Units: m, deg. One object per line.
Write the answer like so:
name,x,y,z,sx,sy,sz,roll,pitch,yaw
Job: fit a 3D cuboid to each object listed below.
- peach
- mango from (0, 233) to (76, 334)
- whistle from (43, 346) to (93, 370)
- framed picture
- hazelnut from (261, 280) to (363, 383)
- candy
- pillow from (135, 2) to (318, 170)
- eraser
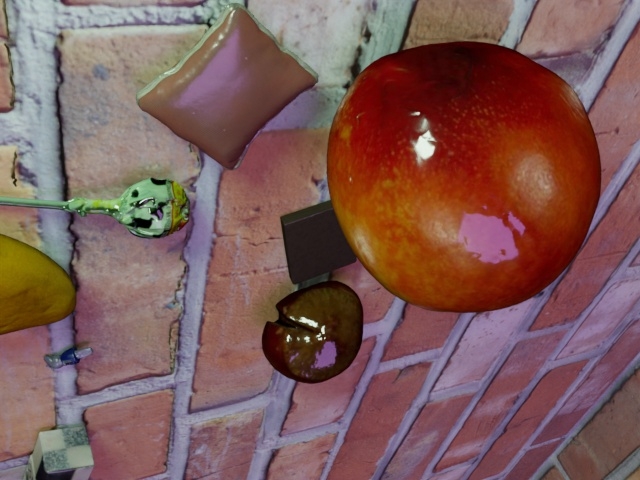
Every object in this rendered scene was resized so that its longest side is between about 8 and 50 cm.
peach,0.183,-0.095,0.970,0.389,0.388,0.388,-17,142,-14
mango,-0.468,0.065,0.948,0.317,0.119,0.176,13,120,-46
whistle,-0.427,0.197,1.202,0.083,0.029,0.033,-18,127,-1
framed picture,0.000,0.000,1.236,0.128,0.023,0.168,-20,142,-11
hazelnut,-0.007,0.168,1.322,0.204,0.178,0.178,-58,143,-11
candy,-0.326,-0.052,0.947,0.306,0.083,0.091,4,135,-24
pillow,-0.115,-0.193,0.895,0.179,0.075,0.171,-42,135,14
eraser,-0.559,0.531,1.454,0.096,0.098,0.403,2,135,-34
